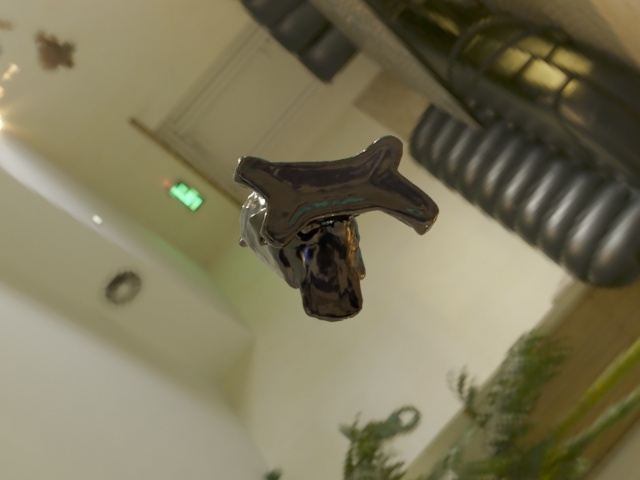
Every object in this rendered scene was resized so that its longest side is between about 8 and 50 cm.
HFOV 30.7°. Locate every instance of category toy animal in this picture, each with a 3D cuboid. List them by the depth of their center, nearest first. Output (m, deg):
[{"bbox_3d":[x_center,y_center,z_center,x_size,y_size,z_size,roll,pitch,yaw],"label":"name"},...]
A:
[{"bbox_3d":[0.000,0.003,0.831,0.210,0.121,0.117,135,119,-76],"label":"toy animal"}]
